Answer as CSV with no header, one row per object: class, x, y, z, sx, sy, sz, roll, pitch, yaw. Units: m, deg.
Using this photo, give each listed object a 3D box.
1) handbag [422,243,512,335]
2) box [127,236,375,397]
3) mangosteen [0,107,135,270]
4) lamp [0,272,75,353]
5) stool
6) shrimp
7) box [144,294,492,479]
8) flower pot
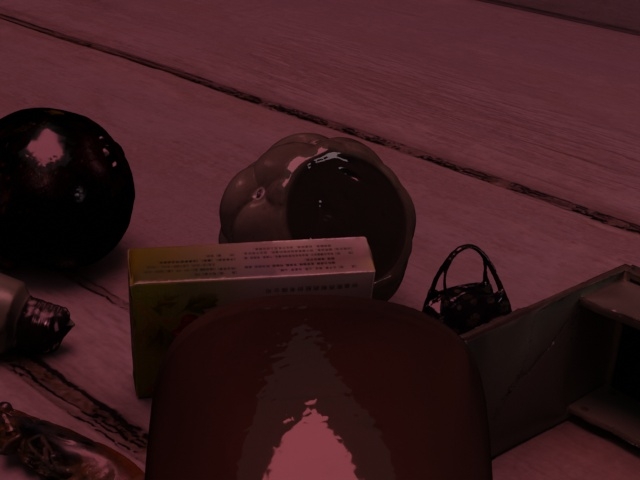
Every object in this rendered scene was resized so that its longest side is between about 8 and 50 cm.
handbag,0.172,0.069,1.345,0.115,0.139,0.072,-8,19,-18
box,-0.077,0.085,1.247,0.260,0.175,0.062,-4,41,-10
mangosteen,-0.381,-0.055,1.528,0.265,0.228,0.228,-29,23,12
lamp,-0.462,0.077,1.330,0.313,0.182,0.182,33,23,-11
stool,0.306,0.169,1.103,0.269,0.170,0.243,-18,31,-34
shrimp,-0.273,0.225,1.097,0.251,0.052,0.143,21,34,34
box,-0.005,0.211,0.894,0.300,0.301,0.216,2,32,1
flower pot,-0.006,-0.010,1.395,0.246,0.246,0.195,-11,-4,-24
